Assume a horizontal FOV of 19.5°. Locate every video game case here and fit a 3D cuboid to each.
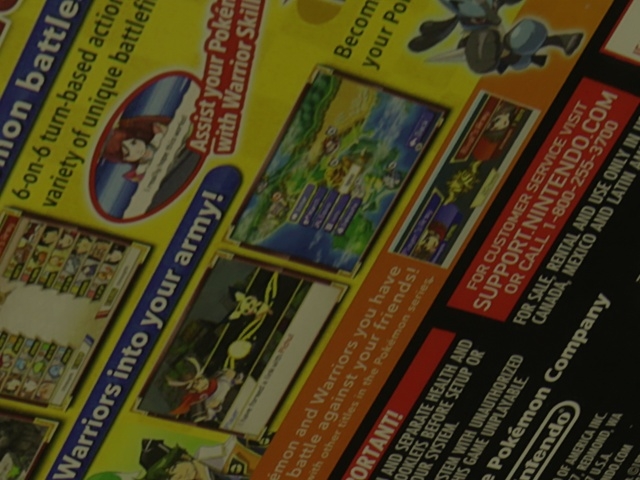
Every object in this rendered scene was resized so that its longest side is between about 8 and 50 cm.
[{"bbox_3d":[0.000,0.000,0.381,0.248,0.035,0.275,16,115,-30],"label":"video game case"}]
